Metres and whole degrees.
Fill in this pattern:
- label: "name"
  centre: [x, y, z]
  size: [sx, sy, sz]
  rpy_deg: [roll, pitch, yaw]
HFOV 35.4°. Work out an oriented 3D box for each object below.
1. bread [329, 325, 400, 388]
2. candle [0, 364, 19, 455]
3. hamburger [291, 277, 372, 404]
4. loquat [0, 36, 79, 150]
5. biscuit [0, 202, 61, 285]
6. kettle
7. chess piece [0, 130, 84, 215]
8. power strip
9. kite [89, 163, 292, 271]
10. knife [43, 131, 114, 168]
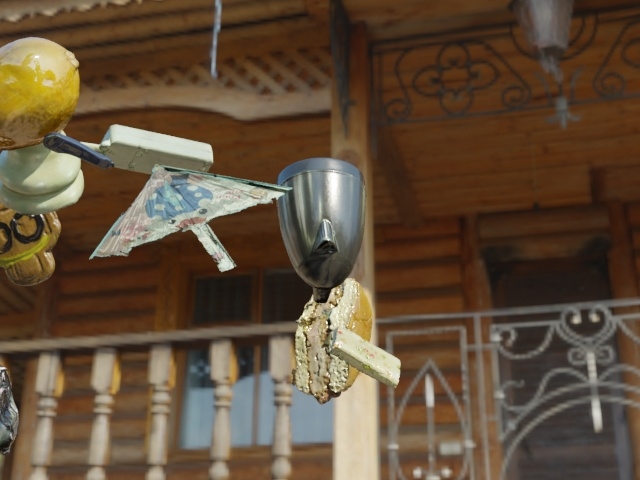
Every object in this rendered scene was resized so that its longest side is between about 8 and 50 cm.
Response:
- label: "bread"
  centre: [0.087, 0.220, 1.897]
  size: [0.153, 0.068, 0.028]
  rpy_deg: [32, -57, -15]
- label: "candle"
  centre: [-0.772, 0.338, 1.979]
  size: [0.330, 0.188, 0.187]
  rpy_deg: [-2, -24, -3]
- label: "hamburger"
  centre: [0.036, 0.237, 2.428]
  size: [0.155, 0.282, 0.245]
  rpy_deg: [-8, -1, 28]
- label: "loquat"
  centre: [-0.512, -0.245, 1.699]
  size: [0.234, 0.176, 0.187]
  rpy_deg: [-35, 4, 1]
- label: "biscuit"
  centre: [-0.730, -0.032, 2.414]
  size: [0.208, 0.291, 0.041]
  rpy_deg: [-22, -2, 13]
- label: "kettle"
  centre: [-0.008, -0.008, 2.222]
  size: [0.207, 0.271, 0.250]
  rpy_deg: [20, -39, -32]
- label: "chess piece"
  centre: [-0.567, -0.231, 1.985]
  size: [0.182, 0.182, 0.330]
  rpy_deg: [3, -52, -5]
- label: "power strip"
  centre: [-0.375, -0.187, 2.144]
  size: [0.287, 0.053, 0.093]
  rpy_deg: [10, -36, -29]
- label: "kite"
  centre: [-0.246, -0.046, 1.868]
  size: [0.405, 0.368, 0.014]
  rpy_deg: [-20, -48, -19]
- label: "knife"
  centre: [-0.384, -0.140, 1.598]
  size: [0.121, 0.018, 0.031]
  rpy_deg: [26, -63, -26]
